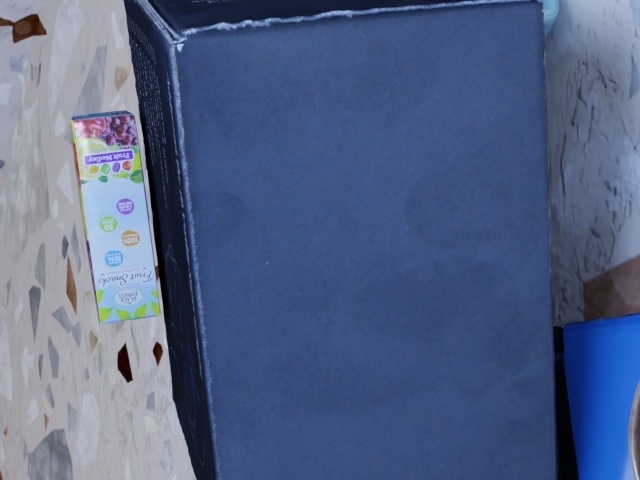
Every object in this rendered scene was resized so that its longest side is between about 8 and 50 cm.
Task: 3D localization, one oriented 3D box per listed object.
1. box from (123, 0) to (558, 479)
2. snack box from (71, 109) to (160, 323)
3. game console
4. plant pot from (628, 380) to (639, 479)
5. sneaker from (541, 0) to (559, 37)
[{"bbox_3d":[0.000,0.000,1.246,0.472,0.297,0.480,-123,27,-71],"label":"box"},{"bbox_3d":[-0.216,-0.030,1.412,0.174,0.070,0.207,-144,48,-77],"label":"snack box"},{"bbox_3d":[0.276,0.220,1.204,0.250,0.173,0.293,70,-165,-80],"label":"game console"},{"bbox_3d":[0.334,0.144,0.946,0.167,0.165,0.167,-1,89,61],"label":"plant pot"},{"bbox_3d":[0.161,-0.351,1.323,0.150,0.135,0.366,-28,76,58],"label":"sneaker"}]
